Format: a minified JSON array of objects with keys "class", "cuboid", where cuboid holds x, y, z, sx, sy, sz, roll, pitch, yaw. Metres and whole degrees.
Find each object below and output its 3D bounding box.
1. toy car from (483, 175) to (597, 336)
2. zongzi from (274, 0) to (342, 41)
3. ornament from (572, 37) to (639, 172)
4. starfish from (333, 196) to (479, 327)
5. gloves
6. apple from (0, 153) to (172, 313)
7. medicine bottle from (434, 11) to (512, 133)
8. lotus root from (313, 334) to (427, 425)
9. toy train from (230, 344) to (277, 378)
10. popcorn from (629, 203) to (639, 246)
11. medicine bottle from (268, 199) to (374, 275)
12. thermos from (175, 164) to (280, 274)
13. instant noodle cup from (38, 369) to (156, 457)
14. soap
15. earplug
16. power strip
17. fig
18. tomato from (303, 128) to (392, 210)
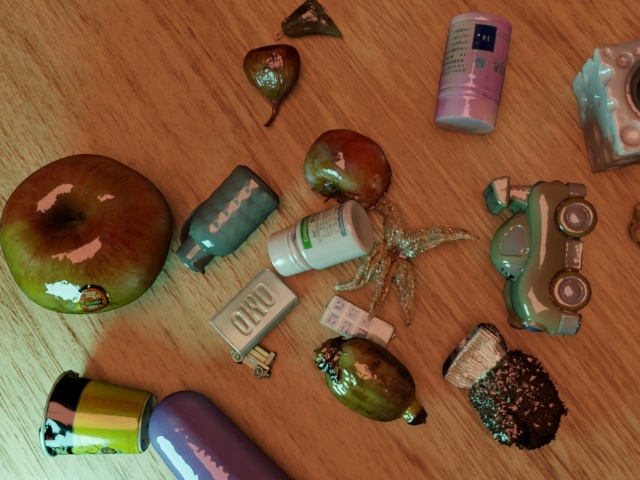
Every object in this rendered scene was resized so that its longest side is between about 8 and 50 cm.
[{"class":"toy car","cuboid":[0.474,0.037,1.485,0.226,0.242,0.336,7,85,6]},{"class":"zongzi","cuboid":[-0.038,-0.535,1.705,0.154,0.062,0.130,-38,93,10]},{"class":"ornament","cuboid":[0.734,-0.307,1.474,0.239,0.240,0.240,-11,84,7]},{"class":"starfish","cuboid":[0.190,0.067,1.598,0.301,0.084,0.294,23,85,17]},{"class":"gloves","cuboid":[0.431,0.352,1.520,0.312,0.135,0.210,39,85,7]},{"class":"apple","cuboid":[-0.567,-0.006,1.613,0.400,0.334,0.401,0,69,-1]},{"class":"medicine bottle","cuboid":[0.366,-0.398,1.581,0.152,0.152,0.254,9,87,9]},{"class":"lotus root","cuboid":[0.120,0.334,1.559,0.314,0.141,0.169,37,123,2]},{"class":"toy train","cuboid":[-0.167,0.295,1.660,0.122,0.050,0.081,32,82,10]},{"class":"popcorn","cuboid":[0.777,-0.040,1.528,0.096,0.089,0.109,3,83,-2]},{"class":"medicine bottle","cuboid":[0.000,0.000,1.589,0.236,0.139,0.139,-19,82,27]},{"class":"thermos","cuboid":[-0.251,-0.055,1.657,0.286,0.145,0.182,-45,49,4]},{"class":"instant noodle cup","cuboid":[-0.543,0.442,1.639,0.236,0.215,0.216,6,86,0]},{"class":"soap","cuboid":[-0.163,0.176,1.635,0.198,0.066,0.119,-44,78,-10]},{"class":"earplug","cuboid":[-0.234,0.552,1.574,0.456,0.215,0.215,44,93,12]},{"class":"power strip","cuboid":[0.092,0.209,1.633,0.192,0.035,0.081,28,90,10]},{"class":"fig","cuboid":[-0.113,-0.398,1.682,0.146,0.133,0.201,1,108,36]},{"class":"tomato","cuboid":[0.056,-0.184,1.593,0.214,0.155,0.181,21,79,23]}]
